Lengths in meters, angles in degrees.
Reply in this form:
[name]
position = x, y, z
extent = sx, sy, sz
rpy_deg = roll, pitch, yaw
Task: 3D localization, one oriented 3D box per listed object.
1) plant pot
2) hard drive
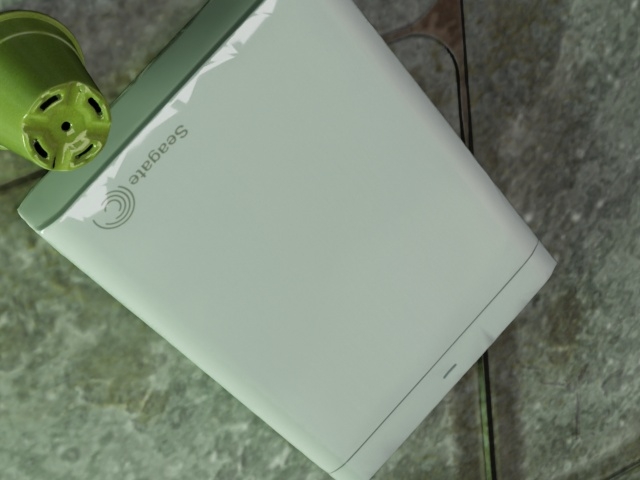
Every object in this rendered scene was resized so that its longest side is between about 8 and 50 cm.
[plant pot]
position = -0.153, -0.075, 0.762
extent = 0.083, 0.079, 0.083
rpy_deg = -16, 123, -26
[hard drive]
position = 0.000, 0.000, 0.929
extent = 0.233, 0.047, 0.353
rpy_deg = -47, 130, -4
